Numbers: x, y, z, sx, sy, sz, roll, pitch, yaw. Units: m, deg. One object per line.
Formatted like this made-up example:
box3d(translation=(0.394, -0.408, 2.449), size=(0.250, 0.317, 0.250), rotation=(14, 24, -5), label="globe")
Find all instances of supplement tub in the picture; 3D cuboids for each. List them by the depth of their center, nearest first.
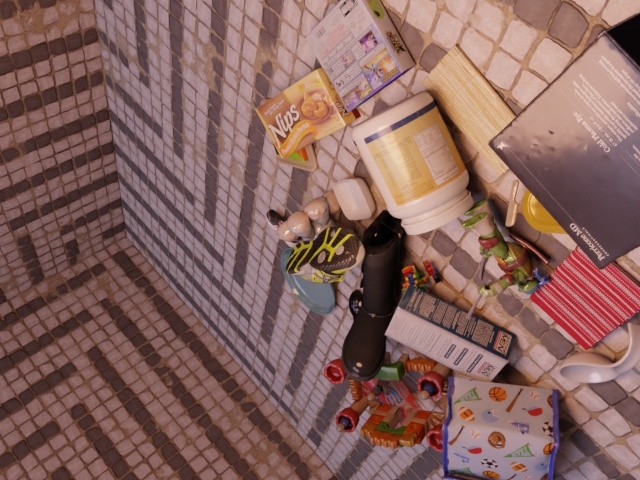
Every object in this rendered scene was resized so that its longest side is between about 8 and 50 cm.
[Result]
box3d(translation=(0.241, -0.195, 1.552), size=(0.228, 0.228, 0.316), rotation=(-12, 109, 57), label="supplement tub")

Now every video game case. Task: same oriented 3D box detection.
box3d(translation=(0.100, -0.509, 1.616), size=(0.244, 0.061, 0.269), rotation=(60, 149, -5), label="video game case")

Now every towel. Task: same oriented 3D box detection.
box3d(translation=(0.654, 0.140, 1.481), size=(0.199, 0.031, 0.275), rotation=(45, 147, 18), label="towel")

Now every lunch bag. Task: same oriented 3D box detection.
box3d(translation=(0.534, 0.627, 1.814), size=(0.328, 0.239, 0.385), rotation=(6, 131, 17), label="lunch bag")

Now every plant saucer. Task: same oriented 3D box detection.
box3d(translation=(-0.042, 0.161, 2.465), size=(0.318, 0.044, 0.317), rotation=(35, 143, 32), label="plant saucer")

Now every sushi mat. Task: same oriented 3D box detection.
box3d(translation=(0.379, -0.310, 1.456), size=(0.316, 0.019, 0.151), rotation=(52, 150, 6), label="sushi mat")

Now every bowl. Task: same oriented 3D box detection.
box3d(translation=(0.116, -0.141, 1.949), size=(0.142, 0.053, 0.142), rotation=(-6, 115, 56), label="bowl")

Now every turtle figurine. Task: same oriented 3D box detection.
box3d(translation=(0.421, 0.051, 1.556), size=(0.275, 0.198, 0.266), rotation=(-9, 117, 54), label="turtle figurine")

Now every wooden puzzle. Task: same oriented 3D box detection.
box3d(translation=(-0.116, -0.361, 2.075), size=(0.221, 0.044, 0.238), rotation=(22, 135, 44), label="wooden puzzle")

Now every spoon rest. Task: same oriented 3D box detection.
box3d(translation=(0.701, 0.300, 1.492), size=(0.137, 0.084, 0.276), rotation=(16, 143, -6), label="spoon rest")

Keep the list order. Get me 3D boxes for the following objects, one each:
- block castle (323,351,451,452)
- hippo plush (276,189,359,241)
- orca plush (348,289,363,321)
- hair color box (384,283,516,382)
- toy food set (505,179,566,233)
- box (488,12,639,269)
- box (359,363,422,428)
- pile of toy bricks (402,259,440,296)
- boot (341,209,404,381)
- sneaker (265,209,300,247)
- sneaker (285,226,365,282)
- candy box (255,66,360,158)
box3d(translation=(0.245, 0.567, 2.135), size=(0.453, 0.213, 0.303), rotation=(0, 111, 33), label="block castle")
box3d(translation=(0.000, 0.000, 2.067), size=(0.236, 0.234, 0.294), rotation=(55, 149, 3), label="hippo plush")
box3d(translation=(0.146, 0.330, 2.300), size=(0.151, 0.102, 0.287), rotation=(30, 141, 37), label="orca plush")
box3d(translation=(0.385, 0.285, 1.818), size=(0.347, 0.105, 0.174), rotation=(26, 143, 10), label="hair color box")
box3d(translation=(0.547, -0.084, 1.397), size=(0.218, 0.071, 0.128), rotation=(9, 102, 48), label="toy food set")
box3d(translation=(0.561, -0.178, 1.135), size=(0.343, 0.179, 0.312), rotation=(52, 141, 8), label="box")
box3d(translation=(0.265, 0.610, 2.375), size=(0.256, 0.123, 0.128), rotation=(57, 148, -1), label="box")
box3d(translation=(0.306, 0.123, 1.906), size=(0.212, 0.118, 0.105), rotation=(68, -179, -47), label="pile of toy bricks")
box3d(translation=(0.172, 0.177, 1.897), size=(0.146, 0.367, 0.445), rotation=(13, 136, 8), label="boot")
box3d(translation=(-0.137, -0.061, 2.380), size=(0.178, 0.072, 0.077), rotation=(45, 136, 4), label="sneaker")
box3d(translation=(0.039, 0.056, 1.876), size=(0.147, 0.145, 0.385), rotation=(26, 163, -24), label="sneaker")
box3d(translation=(-0.045, -0.393, 1.858), size=(0.316, 0.087, 0.182), rotation=(-17, 104, 49), label="candy box")
